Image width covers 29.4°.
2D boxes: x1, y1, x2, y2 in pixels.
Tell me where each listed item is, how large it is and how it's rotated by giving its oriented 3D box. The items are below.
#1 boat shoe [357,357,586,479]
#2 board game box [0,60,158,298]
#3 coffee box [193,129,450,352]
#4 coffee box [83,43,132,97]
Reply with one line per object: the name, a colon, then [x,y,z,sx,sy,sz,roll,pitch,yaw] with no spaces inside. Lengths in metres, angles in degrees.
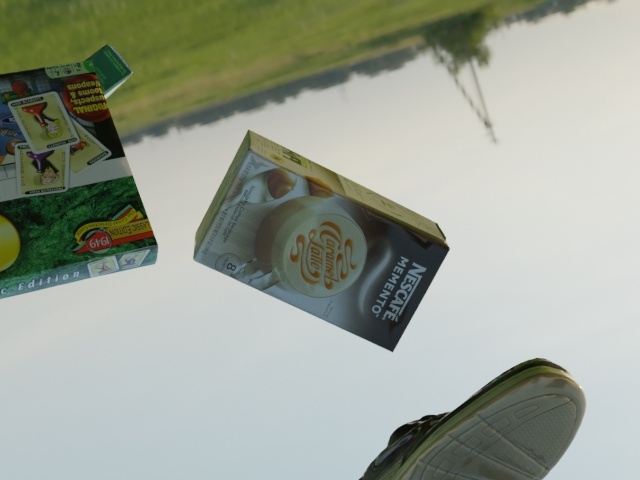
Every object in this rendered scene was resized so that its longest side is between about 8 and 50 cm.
boat shoe: [0.094,0.185,0.985,0.285,0.103,0.092,-51,-155,24]
board game box: [-0.233,-0.021,0.675,0.260,0.136,0.030,-14,159,-24]
coffee box: [0.000,0.000,1.344,0.246,0.141,0.098,25,-166,-11]
coffee box: [-0.271,-0.107,1.157,0.184,0.040,0.113,-44,-169,-30]
